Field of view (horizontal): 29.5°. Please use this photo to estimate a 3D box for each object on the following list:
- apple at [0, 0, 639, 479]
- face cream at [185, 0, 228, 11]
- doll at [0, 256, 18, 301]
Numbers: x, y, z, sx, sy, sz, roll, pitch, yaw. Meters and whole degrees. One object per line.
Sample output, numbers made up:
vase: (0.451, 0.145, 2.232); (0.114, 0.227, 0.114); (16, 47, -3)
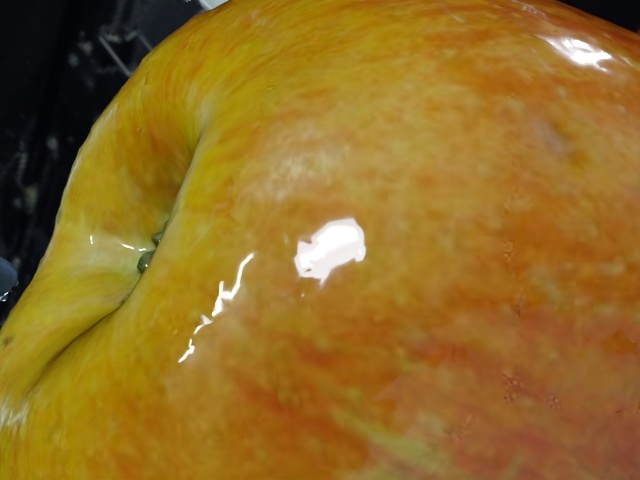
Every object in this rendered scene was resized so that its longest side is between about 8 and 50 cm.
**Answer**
apple: (0.017, 0.045, 0.442); (0.301, 0.301, 0.301); (-30, -28, -18)
face cream: (-0.136, -0.228, 0.732); (0.101, 0.251, 0.101); (-45, 7, 7)
doll: (-0.272, 0.018, 0.955); (0.037, 0.027, 0.125); (-55, -25, -13)
